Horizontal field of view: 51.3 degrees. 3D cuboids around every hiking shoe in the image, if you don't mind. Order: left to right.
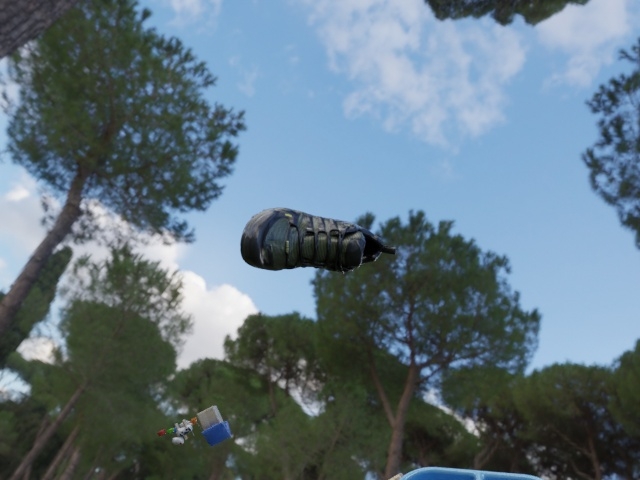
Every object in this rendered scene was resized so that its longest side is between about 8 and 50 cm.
[{"bbox_3d":[0.000,0.000,0.883,0.114,0.086,0.227,5,6,43],"label":"hiking shoe"}]

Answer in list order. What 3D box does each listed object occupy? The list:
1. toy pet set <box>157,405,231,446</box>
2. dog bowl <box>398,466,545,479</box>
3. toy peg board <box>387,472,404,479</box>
[{"bbox_3d":[-0.231,0.363,1.250,0.065,0.114,0.122,63,-5,12],"label":"toy pet set"},{"bbox_3d":[0.237,0.420,0.994,0.297,0.166,0.074,0,-60,15],"label":"dog bowl"},{"bbox_3d":[0.107,0.542,1.260,0.079,0.161,0.161,54,-17,38],"label":"toy peg board"}]
